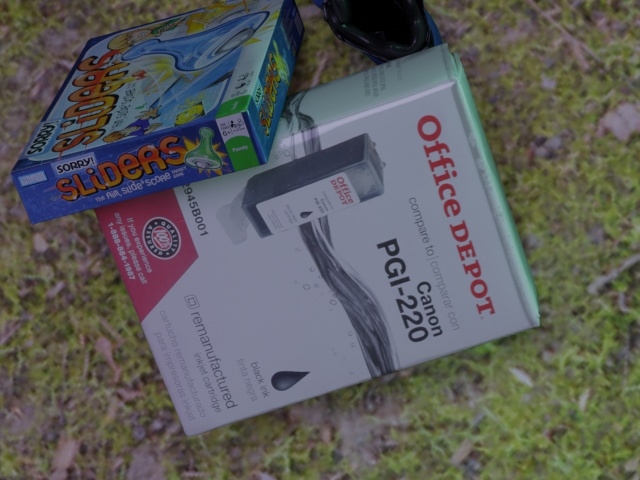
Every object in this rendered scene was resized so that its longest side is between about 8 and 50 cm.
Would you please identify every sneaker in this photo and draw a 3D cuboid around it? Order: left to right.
[{"bbox_3d":[0.016,-0.159,1.081,0.058,0.084,0.152,-38,78,3],"label":"sneaker"}]

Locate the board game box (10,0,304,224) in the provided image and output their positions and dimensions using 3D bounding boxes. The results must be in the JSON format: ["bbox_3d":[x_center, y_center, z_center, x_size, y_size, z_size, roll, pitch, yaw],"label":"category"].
[{"bbox_3d":[-0.086,-0.082,1.031,0.136,0.201,0.035,-14,114,12],"label":"board game box"}]

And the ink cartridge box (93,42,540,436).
[{"bbox_3d":[0.000,0.000,1.034,0.218,0.092,0.158,-19,107,5],"label":"ink cartridge box"}]
